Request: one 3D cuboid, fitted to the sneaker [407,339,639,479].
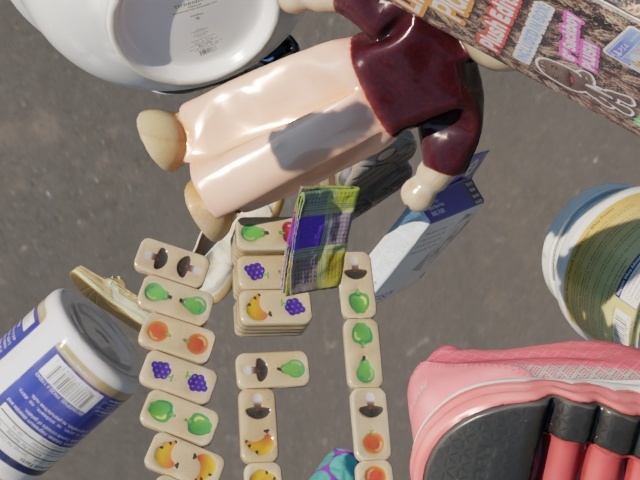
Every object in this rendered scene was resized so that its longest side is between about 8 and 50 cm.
[{"bbox_3d":[0.194,0.097,0.619,0.313,0.136,0.116,8,109,-10],"label":"sneaker"}]

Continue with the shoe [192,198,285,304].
[{"bbox_3d":[-0.107,-0.019,1.450,0.058,0.076,0.219,48,50,-28],"label":"shoe"}]

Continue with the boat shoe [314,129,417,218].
[{"bbox_3d":[0.037,-0.103,1.376,0.123,0.324,0.116,-32,81,-13],"label":"boat shoe"}]

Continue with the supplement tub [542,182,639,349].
[{"bbox_3d":[0.437,0.064,1.454,0.228,0.316,0.228,-7,112,-17],"label":"supplement tub"}]

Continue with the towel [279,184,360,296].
[{"bbox_3d":[0.000,0.000,0.852,0.009,0.060,0.083,28,113,44],"label":"towel"}]

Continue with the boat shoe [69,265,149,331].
[{"bbox_3d":[-0.287,0.075,1.614,0.135,0.050,0.045,39,62,-12],"label":"boat shoe"}]

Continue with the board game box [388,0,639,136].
[{"bbox_3d":[0.177,-0.189,0.571,0.291,0.141,0.232,31,83,8],"label":"board game box"}]

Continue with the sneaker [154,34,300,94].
[{"bbox_3d":[-0.135,-0.258,1.612,0.216,0.121,0.079,-17,99,-19],"label":"sneaker"}]

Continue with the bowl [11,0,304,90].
[{"bbox_3d":[-0.117,-0.224,0.950,0.297,0.298,0.134,-16,51,-5],"label":"bowl"}]

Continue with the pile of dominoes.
[{"bbox_3d":[-0.042,0.104,0.892,0.195,0.040,0.251,0,67,-12],"label":"pile of dominoes"}]

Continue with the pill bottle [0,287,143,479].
[{"bbox_3d":[-0.253,0.140,0.987,0.186,0.112,0.112,-41,74,6],"label":"pill bottle"}]

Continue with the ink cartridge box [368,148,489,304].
[{"bbox_3d":[0.144,-0.015,1.556,0.045,0.223,0.224,42,115,14],"label":"ink cartridge box"}]

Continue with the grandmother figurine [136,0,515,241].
[{"bbox_3d":[0.043,-0.112,0.876,0.342,0.208,0.104,-25,31,19],"label":"grandmother figurine"}]

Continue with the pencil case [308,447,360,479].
[{"bbox_3d":[0.003,0.340,1.492,0.070,0.065,0.152,3,41,39],"label":"pencil case"}]
